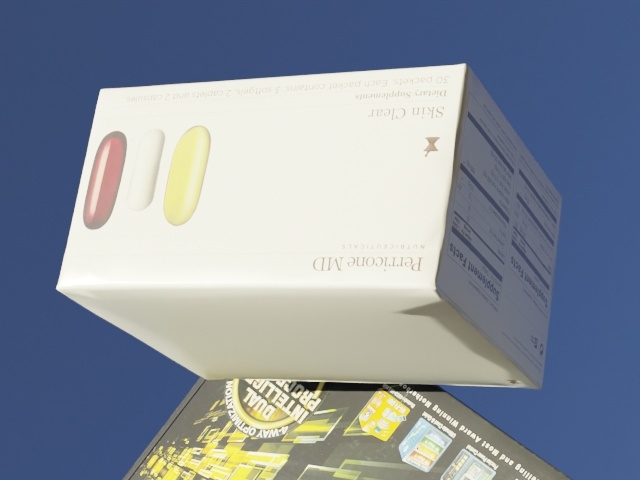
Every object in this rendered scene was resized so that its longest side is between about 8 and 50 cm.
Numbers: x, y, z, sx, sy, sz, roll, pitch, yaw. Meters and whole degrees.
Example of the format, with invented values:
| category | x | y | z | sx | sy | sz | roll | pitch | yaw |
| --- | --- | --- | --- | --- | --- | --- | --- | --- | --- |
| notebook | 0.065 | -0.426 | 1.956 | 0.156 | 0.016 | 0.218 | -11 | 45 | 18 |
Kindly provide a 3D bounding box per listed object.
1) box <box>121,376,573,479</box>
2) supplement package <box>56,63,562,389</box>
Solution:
| category | x | y | z | sx | sy | sz | roll | pitch | yaw |
| --- | --- | --- | --- | --- | --- | --- | --- | --- | --- |
| box | 0.012 | 0.244 | 1.081 | 0.318 | 0.395 | 0.097 | -53 | -43 | -2 |
| supplement package | 0.000 | 0.000 | 0.991 | 0.204 | 0.261 | 0.145 | 41 | -127 | -56 |
